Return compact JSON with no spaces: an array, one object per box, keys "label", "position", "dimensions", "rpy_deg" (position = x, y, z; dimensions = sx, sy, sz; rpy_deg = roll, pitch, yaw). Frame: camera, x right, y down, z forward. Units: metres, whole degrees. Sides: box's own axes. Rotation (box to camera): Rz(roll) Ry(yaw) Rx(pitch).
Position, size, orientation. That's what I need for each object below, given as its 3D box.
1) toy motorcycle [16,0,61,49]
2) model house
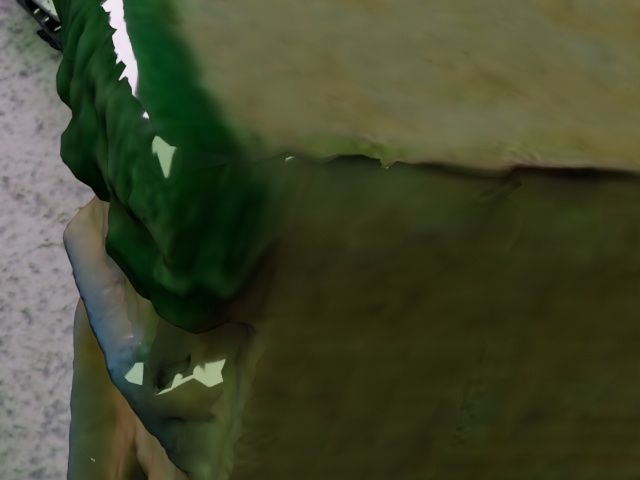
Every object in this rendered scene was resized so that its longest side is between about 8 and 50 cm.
[{"label":"toy motorcycle","position":[-0.146,-0.174,1.104],"dimensions":[0.122,0.080,0.215],"rpy_deg":[-42,69,-5]},{"label":"model house","position":[0.000,0.000,0.837],"dimensions":[0.334,0.342,0.382],"rpy_deg":[1,38,-23]}]
